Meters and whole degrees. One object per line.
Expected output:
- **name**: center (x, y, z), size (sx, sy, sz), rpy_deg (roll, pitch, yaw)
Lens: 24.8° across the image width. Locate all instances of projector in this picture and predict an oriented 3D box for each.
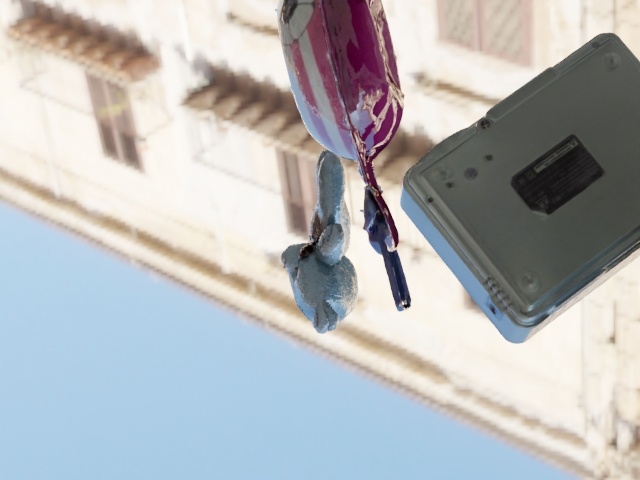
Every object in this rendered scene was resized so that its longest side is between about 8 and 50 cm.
- **projector**: center (0.225, -0.054, 1.359), size (0.256, 0.099, 0.192), rpy_deg (-35, -104, -9)

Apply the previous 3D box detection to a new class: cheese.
- **cheese**: center (0.020, -0.076, 0.884), size (0.062, 0.244, 0.155), rpy_deg (-13, 178, 8)

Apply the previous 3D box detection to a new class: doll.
- **doll**: center (-0.005, 0.001, 1.458), size (0.075, 0.180, 0.120), rpy_deg (-6, -166, 4)
